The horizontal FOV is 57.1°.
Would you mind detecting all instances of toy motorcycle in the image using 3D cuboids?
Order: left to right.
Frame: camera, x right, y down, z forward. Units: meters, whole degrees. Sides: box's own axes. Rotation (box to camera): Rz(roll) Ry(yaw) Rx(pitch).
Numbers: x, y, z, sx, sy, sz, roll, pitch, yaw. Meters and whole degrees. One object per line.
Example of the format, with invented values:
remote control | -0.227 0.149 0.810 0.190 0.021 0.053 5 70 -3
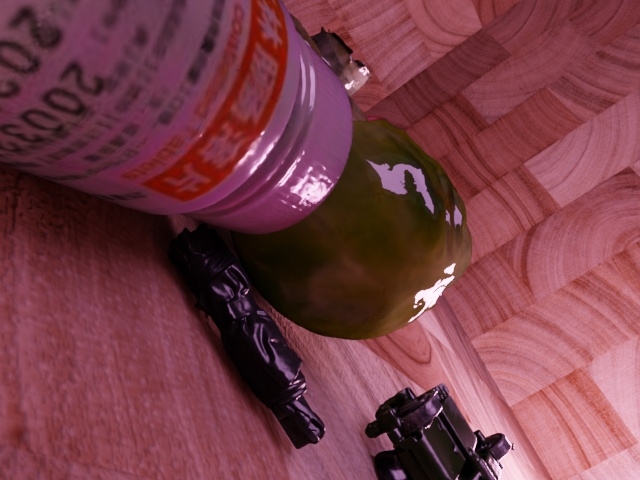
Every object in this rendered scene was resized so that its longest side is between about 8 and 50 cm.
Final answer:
toy motorcycle | 0.166 0.289 0.810 0.205 0.127 0.275 57 19 10

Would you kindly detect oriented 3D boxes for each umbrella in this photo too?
umbrella | -0.066 0.090 0.565 0.235 0.059 0.066 56 29 7

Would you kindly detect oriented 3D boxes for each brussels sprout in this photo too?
brussels sprout | 0.045 -0.030 0.748 0.344 0.268 0.343 22 51 -29

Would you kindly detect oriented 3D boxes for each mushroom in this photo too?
mushroom | -0.045 -0.287 1.127 0.352 0.260 0.352 50 6 -8

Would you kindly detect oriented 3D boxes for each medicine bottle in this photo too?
medicine bottle | -0.140 -0.135 0.435 0.388 0.219 0.219 26 32 -60

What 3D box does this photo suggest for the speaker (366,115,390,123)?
speaker | 0.163 -0.226 1.804 0.294 0.294 0.294 52 12 -17
